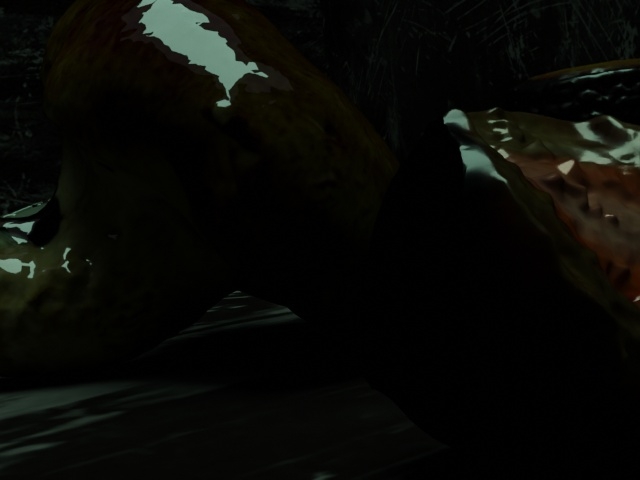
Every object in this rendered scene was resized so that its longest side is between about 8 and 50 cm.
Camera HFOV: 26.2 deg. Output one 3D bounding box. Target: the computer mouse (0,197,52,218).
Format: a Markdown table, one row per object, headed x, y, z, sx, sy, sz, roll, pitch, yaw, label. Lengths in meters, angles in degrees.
| x | y | z | sx | sy | sz | roll | pitch | yaw | label |
| --- | --- | --- | --- | --- | --- | --- | --- | --- | --- |
| -0.224 | -0.006 | 1.342 | 0.236 | 0.082 | 0.145 | -6 | 5 | -23 | computer mouse |

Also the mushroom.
| x | y | z | sx | sy | sz | roll | pitch | yaw | label |
| --- | --- | --- | --- | --- | --- | --- | --- | --- | --- |
| -0.061 | -0.024 | 0.755 | 0.254 | 0.267 | 0.267 | -42 | -16 | 29 | mushroom |

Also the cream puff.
| x | y | z | sx | sy | sz | roll | pitch | yaw | label |
| --- | --- | --- | --- | --- | --- | --- | --- | --- | --- |
| 0.319 | -0.115 | 1.529 | 0.239 | 0.165 | 0.239 | -6 | 4 | 0 | cream puff |

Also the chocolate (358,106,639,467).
| x | y | z | sx | sy | sz | roll | pitch | yaw | label |
| --- | --- | --- | --- | --- | --- | --- | --- | --- | --- |
| 0.087 | 0.013 | 0.442 | 0.133 | 0.124 | 0.127 | 13 | -16 | -10 | chocolate |
